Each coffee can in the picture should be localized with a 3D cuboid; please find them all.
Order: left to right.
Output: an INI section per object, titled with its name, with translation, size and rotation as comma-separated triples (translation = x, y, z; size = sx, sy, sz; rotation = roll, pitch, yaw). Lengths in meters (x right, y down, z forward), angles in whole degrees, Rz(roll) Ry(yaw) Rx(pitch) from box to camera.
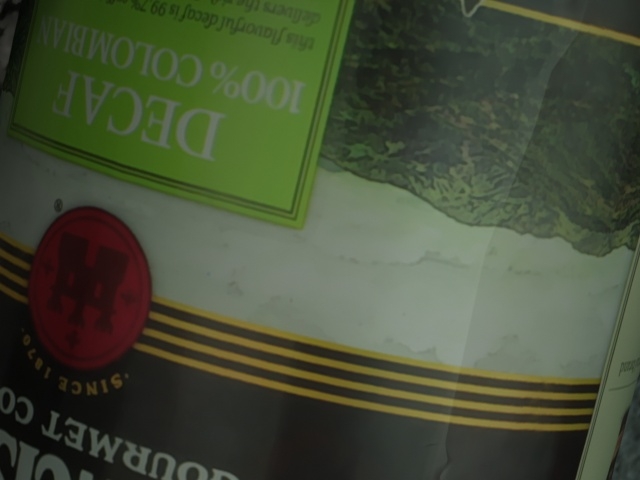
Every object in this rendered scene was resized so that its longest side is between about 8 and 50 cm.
[coffee can]
translation = 0.000, 0.000, 0.464
size = 0.201, 0.201, 0.275
rotation = 7, 100, -42
